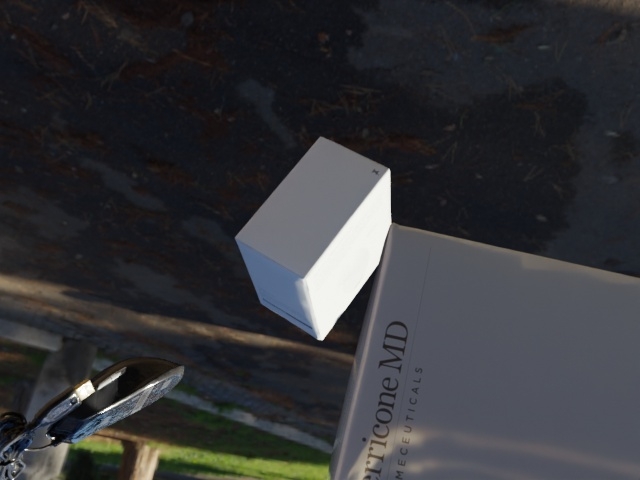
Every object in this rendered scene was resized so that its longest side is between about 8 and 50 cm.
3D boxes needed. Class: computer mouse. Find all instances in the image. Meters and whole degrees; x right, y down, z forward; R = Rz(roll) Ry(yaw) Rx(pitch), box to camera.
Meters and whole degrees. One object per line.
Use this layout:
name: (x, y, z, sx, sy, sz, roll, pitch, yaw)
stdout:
computer mouse: (-0.279, 0.186, 0.831, 0.262, 0.060, 0.184, -27, 161, -34)

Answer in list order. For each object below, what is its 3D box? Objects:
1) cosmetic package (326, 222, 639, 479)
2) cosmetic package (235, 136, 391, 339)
cosmetic package: (0.195, 0.138, 0.454, 0.366, 0.196, 0.155, 12, 156, 3)
cosmetic package: (0.000, 0.000, 1.106, 0.138, 0.224, 0.224, 29, 156, 20)
